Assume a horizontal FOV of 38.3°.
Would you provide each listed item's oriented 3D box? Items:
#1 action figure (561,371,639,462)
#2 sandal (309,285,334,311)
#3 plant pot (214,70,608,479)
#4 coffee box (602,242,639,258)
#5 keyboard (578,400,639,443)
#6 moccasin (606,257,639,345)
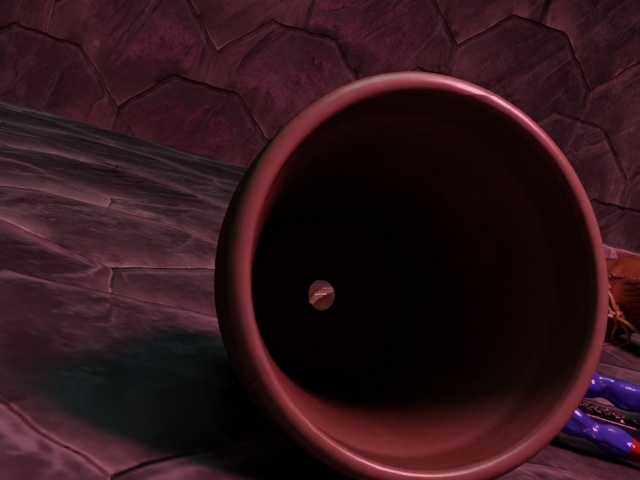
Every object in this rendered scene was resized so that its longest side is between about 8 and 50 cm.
[{"bbox_3d":[0.193,0.121,0.773,0.280,0.091,0.139,18,-12,13],"label":"action figure"},{"bbox_3d":[-0.005,0.085,0.867,0.072,0.049,0.180,12,21,7],"label":"sandal"},{"bbox_3d":[0.032,0.034,0.669,0.263,0.263,0.229,14,-10,-18],"label":"plant pot"},{"bbox_3d":[0.584,0.088,1.786,0.247,0.141,0.098,13,8,-35],"label":"coffee box"},{"bbox_3d":[0.222,0.159,0.891,0.180,0.023,0.108,16,7,2],"label":"keyboard"},{"bbox_3d":[0.486,0.097,1.503,0.147,0.139,0.380,-31,21,-16],"label":"moccasin"}]
